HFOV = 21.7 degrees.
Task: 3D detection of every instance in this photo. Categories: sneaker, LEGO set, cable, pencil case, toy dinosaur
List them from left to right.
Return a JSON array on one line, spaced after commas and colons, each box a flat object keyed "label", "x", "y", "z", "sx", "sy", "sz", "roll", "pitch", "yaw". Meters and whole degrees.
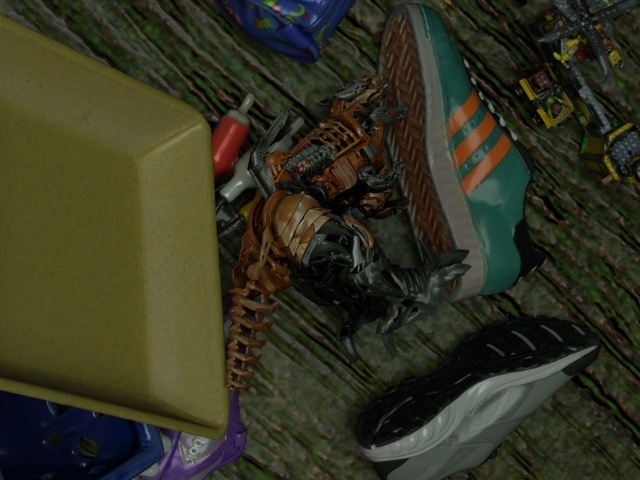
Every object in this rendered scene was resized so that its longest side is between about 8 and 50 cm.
[{"label": "cable", "x": -0.119, "y": -0.019, "z": 1.625, "sx": 0.139, "sy": 0.072, "sz": 0.287, "roll": 36, "pitch": 68, "yaw": -6}, {"label": "sneaker", "x": -0.111, "y": 0.166, "z": 1.649, "sx": 0.104, "sy": 0.095, "sz": 0.236, "roll": 29, "pitch": 91, "yaw": -15}, {"label": "toy dinosaur", "x": 0.000, "y": 0.000, "z": 1.601, "sx": 0.218, "sy": 0.164, "sz": 0.322, "roll": 38, "pitch": 90, "yaw": -19}, {"label": "pencil case", "x": 0.025, "y": -0.322, "z": 1.640, "sx": 0.119, "sy": 0.133, "sz": 0.306, "roll": 36, "pitch": 86, "yaw": -37}, {"label": "sneaker", "x": 0.144, "y": -0.094, "z": 1.683, "sx": 0.121, "sy": 0.108, "sz": 0.302, "roll": -12, "pitch": 89, "yaw": -25}, {"label": "sneaker", "x": 0.165, "y": 0.165, "z": 1.696, "sx": 0.271, "sy": 0.100, "sz": 0.108, "roll": -29, "pitch": 119, "yaw": -11}, {"label": "LEGO set", "x": 0.371, "y": -0.201, "z": 1.649, "sx": 0.331, "sy": 0.192, "sz": 0.255, "roll": -27, "pitch": 104, "yaw": -9}]

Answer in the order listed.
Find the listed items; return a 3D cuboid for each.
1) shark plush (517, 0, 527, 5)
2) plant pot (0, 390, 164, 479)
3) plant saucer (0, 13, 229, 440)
[{"label": "shark plush", "x": 0.210, "y": -0.275, "z": 1.724, "sx": 0.161, "sy": 0.073, "sz": 0.067, "roll": 11, "pitch": 109, "yaw": -29}, {"label": "plant pot", "x": -0.317, "y": 0.148, "z": 1.525, "sx": 0.212, "sy": 0.236, "sz": 0.236, "roll": -17, "pitch": 95, "yaw": 31}, {"label": "plant saucer", "x": -0.219, "y": 0.001, "z": 1.472, "sx": 0.081, "sy": 0.333, "sz": 0.333, "roll": -19, "pitch": 66, "yaw": 31}]
